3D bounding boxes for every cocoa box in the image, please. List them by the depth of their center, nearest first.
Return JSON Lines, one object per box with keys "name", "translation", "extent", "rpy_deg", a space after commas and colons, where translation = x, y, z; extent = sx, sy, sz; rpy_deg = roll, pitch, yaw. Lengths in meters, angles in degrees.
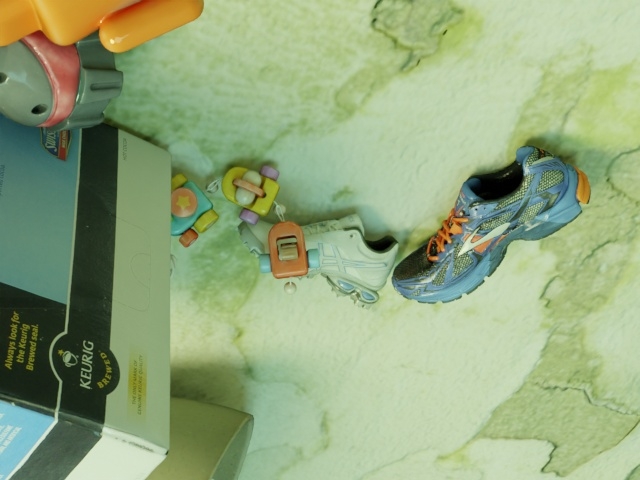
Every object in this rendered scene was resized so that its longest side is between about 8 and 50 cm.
{"name": "cocoa box", "translation": [-0.278, 0.063, 1.054], "extent": [0.228, 0.347, 0.231], "rpy_deg": [23, 129, -27]}

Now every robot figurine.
{"name": "robot figurine", "translation": [-0.163, -0.229, 0.906], "extent": [0.219, 0.158, 0.128], "rpy_deg": [-31, 138, -10]}

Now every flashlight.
{"name": "flashlight", "translation": [-0.293, -0.124, 0.934], "extent": [0.304, 0.103, 0.103], "rpy_deg": [-15, 156, -49]}

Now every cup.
{"name": "cup", "translation": [-0.246, 0.299, 1.361], "extent": [0.237, 0.331, 0.331], "rpy_deg": [22, 133, 5]}

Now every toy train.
{"name": "toy train", "translation": [-0.085, -0.010, 1.169], "extent": [0.166, 0.125, 0.046], "rpy_deg": [-2, 173, 0]}

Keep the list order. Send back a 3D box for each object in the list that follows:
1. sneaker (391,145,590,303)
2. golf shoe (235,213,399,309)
{"name": "sneaker", "translation": [0.155, -0.021, 1.230], "extent": [0.221, 0.083, 0.087], "rpy_deg": [-38, 121, 17]}
{"name": "golf shoe", "translation": [0.000, 0.000, 1.245], "extent": [0.176, 0.069, 0.086], "rpy_deg": [21, 110, -32]}
